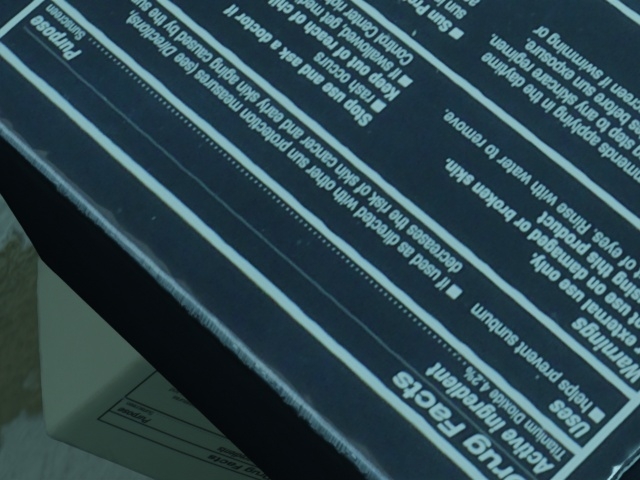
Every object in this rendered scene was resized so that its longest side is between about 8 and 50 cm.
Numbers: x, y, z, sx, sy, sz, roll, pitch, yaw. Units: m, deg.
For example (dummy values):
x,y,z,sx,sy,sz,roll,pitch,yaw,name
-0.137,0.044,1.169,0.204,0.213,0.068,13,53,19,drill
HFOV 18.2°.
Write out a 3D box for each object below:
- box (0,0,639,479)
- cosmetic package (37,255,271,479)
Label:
x,y,z,sx,sy,sz,roll,pitch,yaw,name
0.067,-0.038,0.755,0.294,0.183,0.296,-42,65,-14,box
0.000,0.000,1.023,0.296,0.153,0.129,-38,43,31,cosmetic package
